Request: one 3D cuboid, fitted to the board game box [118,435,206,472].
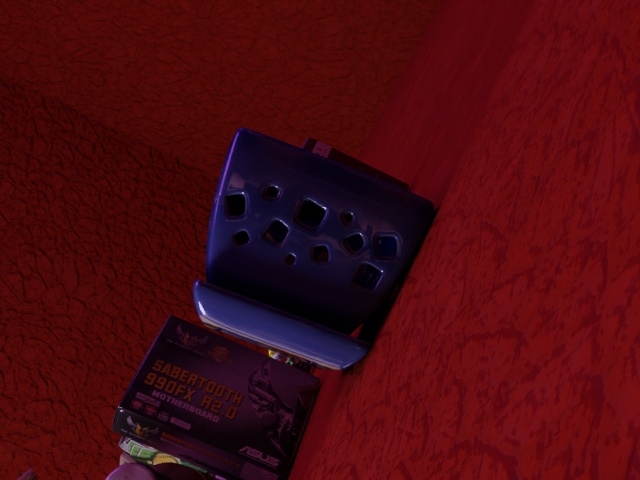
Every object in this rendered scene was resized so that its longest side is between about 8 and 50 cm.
[{"bbox_3d":[-0.204,0.323,1.763,0.259,0.136,0.030,-35,22,22],"label":"board game box"}]

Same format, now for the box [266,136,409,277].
[{"bbox_3d":[0.000,0.000,1.506,0.203,0.167,0.168,-62,3,44],"label":"box"}]

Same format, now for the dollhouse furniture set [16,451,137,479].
[{"bbox_3d":[-0.386,0.579,1.855,0.394,0.362,0.256,-43,-28,-43],"label":"dollhouse furniture set"}]

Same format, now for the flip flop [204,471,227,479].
[{"bbox_3d":[-0.169,0.419,1.840,0.277,0.080,0.112,-87,22,-82],"label":"flip flop"}]

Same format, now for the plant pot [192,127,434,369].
[{"bbox_3d":[-0.028,0.025,1.208,0.236,0.236,0.212,134,155,-81],"label":"plant pot"}]

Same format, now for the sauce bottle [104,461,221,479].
[{"bbox_3d":[-0.176,0.336,1.293,0.111,0.111,0.344,-65,-18,-12],"label":"sauce bottle"}]

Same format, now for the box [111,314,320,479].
[{"bbox_3d":[-0.133,0.216,1.383,0.183,0.231,0.056,-66,-1,-50],"label":"box"}]

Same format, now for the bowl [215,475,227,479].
[{"bbox_3d":[-0.177,0.446,2.092,0.142,0.053,0.142,-63,1,14],"label":"bowl"}]

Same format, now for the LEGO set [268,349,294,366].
[{"bbox_3d":[-0.092,0.244,1.636,0.287,0.132,0.107,-57,13,19],"label":"LEGO set"}]

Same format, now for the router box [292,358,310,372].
[{"bbox_3d":[-0.030,0.186,1.754,0.122,0.038,0.092,-66,4,-34],"label":"router box"}]
